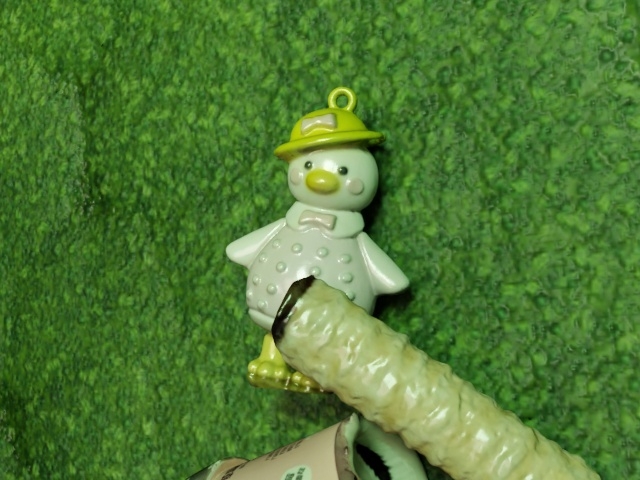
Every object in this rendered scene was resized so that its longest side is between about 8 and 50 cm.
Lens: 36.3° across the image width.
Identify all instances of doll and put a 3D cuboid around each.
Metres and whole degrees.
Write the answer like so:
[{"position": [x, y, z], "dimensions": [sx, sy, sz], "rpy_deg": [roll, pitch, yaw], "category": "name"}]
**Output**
[{"position": [0.000, 0.000, 0.655], "dimensions": [0.129, 0.081, 0.207], "rpy_deg": [10, 90, 15], "category": "doll"}]

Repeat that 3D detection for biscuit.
[{"position": [0.064, 0.101, 0.579], "dimensions": [0.219, 0.055, 0.061], "rpy_deg": [33, 63, 8], "category": "biscuit"}]

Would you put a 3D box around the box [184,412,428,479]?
[{"position": [0.002, 0.188, 0.606], "dimensions": [0.135, 0.151, 0.151], "rpy_deg": [-31, 70, 18], "category": "box"}]
